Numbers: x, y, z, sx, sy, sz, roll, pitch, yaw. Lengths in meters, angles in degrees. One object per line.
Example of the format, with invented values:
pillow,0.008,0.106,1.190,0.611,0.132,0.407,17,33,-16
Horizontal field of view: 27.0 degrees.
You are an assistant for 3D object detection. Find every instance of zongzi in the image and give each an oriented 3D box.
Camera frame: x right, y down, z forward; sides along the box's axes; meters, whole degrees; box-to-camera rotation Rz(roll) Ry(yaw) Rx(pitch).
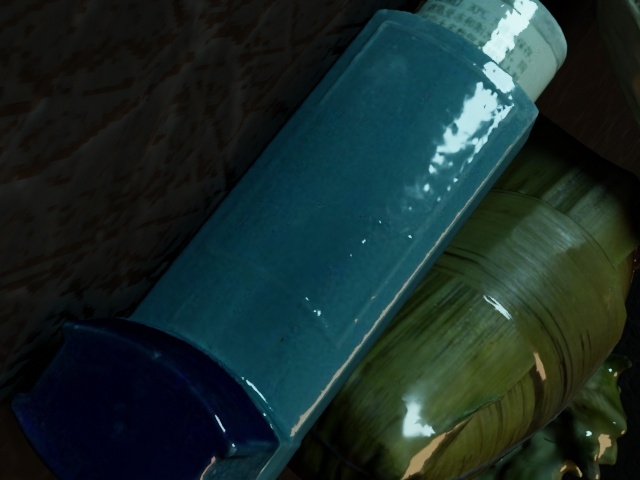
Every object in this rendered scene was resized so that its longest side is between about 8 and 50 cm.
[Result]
zongzi,0.072,0.102,0.843,0.286,0.138,0.300,-42,161,-34

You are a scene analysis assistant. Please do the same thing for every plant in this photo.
plant,0.160,0.124,1.224,0.251,0.180,0.333,-32,-168,16

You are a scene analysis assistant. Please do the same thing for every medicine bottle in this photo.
medicine bottle,0.000,0.000,0.504,0.258,0.079,0.124,-51,164,-15

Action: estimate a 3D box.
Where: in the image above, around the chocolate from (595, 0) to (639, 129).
chocolate,0.235,-0.076,0.735,0.134,0.134,0.309,-44,121,-36
